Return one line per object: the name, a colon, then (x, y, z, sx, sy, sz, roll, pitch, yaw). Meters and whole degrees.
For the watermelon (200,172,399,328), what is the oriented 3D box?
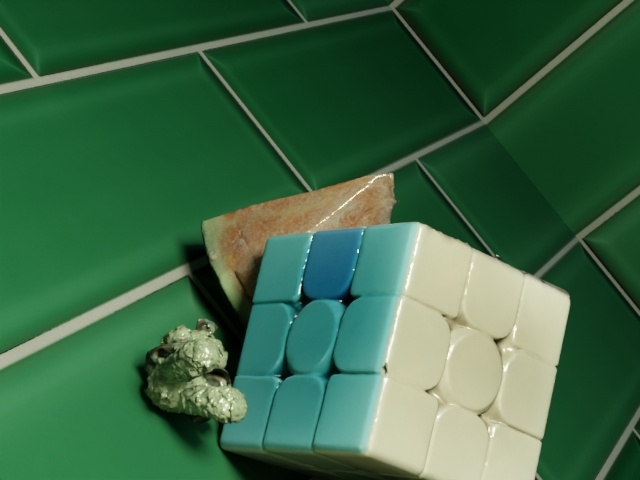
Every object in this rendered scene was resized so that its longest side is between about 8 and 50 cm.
watermelon: (-0.032, 0.002, 2.190, 0.283, 0.292, 0.250, 31, 0, -43)

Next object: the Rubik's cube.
Rubik's cube: (0.094, 0.160, 1.955, 0.291, 0.290, 0.291, 24, 73, -36)

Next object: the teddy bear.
teddy bear: (-0.161, 0.166, 1.913, 0.213, 0.111, 0.133, -130, -164, -77)
